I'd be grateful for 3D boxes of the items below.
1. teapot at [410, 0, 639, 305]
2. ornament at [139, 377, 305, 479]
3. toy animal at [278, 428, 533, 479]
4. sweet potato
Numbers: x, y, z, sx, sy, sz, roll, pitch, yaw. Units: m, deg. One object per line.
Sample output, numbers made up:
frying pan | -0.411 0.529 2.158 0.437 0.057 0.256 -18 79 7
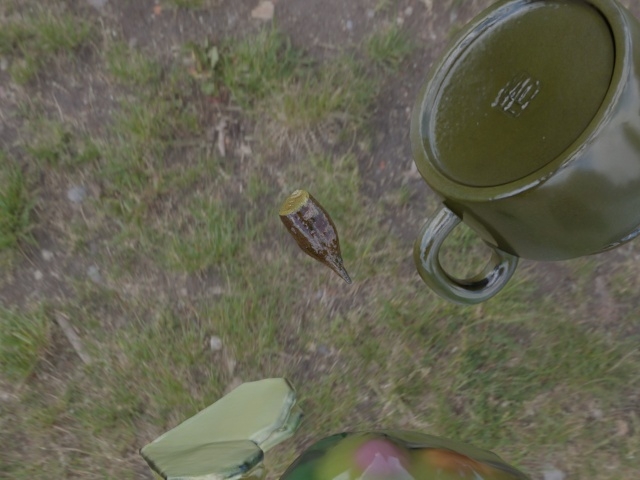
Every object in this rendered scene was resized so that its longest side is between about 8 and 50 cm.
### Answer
teapot | 0.178 -0.058 0.779 0.175 0.185 0.268 34 100 -37
ornament | -0.123 0.226 1.158 0.180 0.201 0.059 -10 110 26
toy animal | 0.042 0.221 0.514 0.216 0.338 0.191 18 106 -4
sweet potato | 0.000 0.000 1.141 0.049 0.049 0.117 -38 100 -12
